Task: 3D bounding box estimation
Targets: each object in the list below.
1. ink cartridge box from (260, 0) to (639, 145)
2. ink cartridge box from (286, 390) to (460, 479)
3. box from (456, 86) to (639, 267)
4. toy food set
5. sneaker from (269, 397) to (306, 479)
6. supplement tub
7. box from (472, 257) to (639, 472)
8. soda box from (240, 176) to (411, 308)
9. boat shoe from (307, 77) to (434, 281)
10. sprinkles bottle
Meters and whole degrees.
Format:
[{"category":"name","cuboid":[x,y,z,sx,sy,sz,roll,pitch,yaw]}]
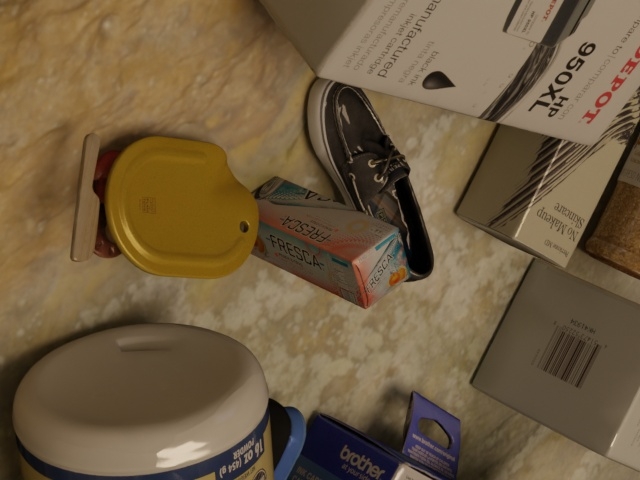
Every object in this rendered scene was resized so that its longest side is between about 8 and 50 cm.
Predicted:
[{"category":"ink cartridge box","cuboid":[0.176,-0.270,1.684,0.395,0.166,0.285,9,126,-43]},{"category":"ink cartridge box","cuboid":[0.054,0.363,1.921,0.270,0.151,0.395,34,86,-45]},{"category":"box","cuboid":[0.265,-0.119,1.936,0.113,0.094,0.275,25,91,-45]},{"category":"toy food set","cuboid":[-0.158,-0.028,1.638,0.218,0.071,0.128,7,79,-44]},{"category":"sneaker","cuboid":[-0.094,0.267,1.807,0.090,0.081,0.232,19,88,-41]},{"category":"supplement tub","cuboid":[-0.152,0.259,1.646,0.228,0.228,0.316,-22,121,-33]},{"category":"box","cuboid":[0.380,0.179,2.079,0.345,0.215,0.168,27,89,-44]},{"category":"soda box","cuboid":[0.000,0.000,1.696,0.063,0.183,0.058,-36,128,-27]},{"category":"boat shoe","cuboid":[0.057,-0.058,1.770,0.080,0.076,0.228,-29,111,-35]},{"category":"sprinkles bottle","cuboid":[0.430,-0.122,2.060,0.121,0.121,0.355,24,92,-44]}]
